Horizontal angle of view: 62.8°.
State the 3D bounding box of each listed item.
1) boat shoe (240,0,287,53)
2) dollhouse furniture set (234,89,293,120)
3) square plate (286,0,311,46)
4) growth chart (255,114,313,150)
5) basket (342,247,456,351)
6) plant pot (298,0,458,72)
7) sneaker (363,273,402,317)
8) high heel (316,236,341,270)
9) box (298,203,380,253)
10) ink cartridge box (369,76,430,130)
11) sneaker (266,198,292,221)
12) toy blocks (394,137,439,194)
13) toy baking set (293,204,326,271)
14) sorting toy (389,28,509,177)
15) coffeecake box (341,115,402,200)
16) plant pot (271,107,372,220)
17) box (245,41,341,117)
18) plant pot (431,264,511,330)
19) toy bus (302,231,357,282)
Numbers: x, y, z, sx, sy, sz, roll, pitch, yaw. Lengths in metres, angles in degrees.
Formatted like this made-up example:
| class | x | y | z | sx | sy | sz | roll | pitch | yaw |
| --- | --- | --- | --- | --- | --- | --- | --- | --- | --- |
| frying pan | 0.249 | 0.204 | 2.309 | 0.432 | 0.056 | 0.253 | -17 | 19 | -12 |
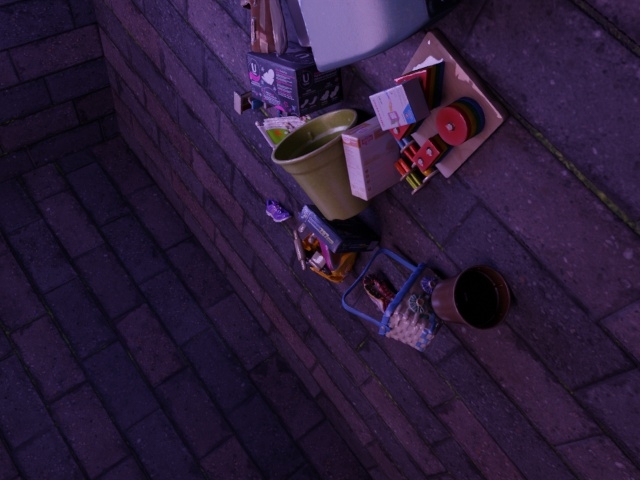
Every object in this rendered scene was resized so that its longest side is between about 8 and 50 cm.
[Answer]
| class | x | y | z | sx | sy | sz | roll | pitch | yaw |
| --- | --- | --- | --- | --- | --- | --- | --- | --- | --- |
| boat shoe | -0.168 | -0.675 | 1.438 | 0.123 | 0.116 | 0.324 | -57 | -42 | -85 |
| dollhouse furniture set | -0.170 | -0.433 | 1.717 | 0.129 | 0.183 | 0.129 | 48 | 153 | 22 |
| square plate | -0.016 | -0.662 | 1.300 | 0.347 | 0.049 | 0.344 | 35 | 146 | 58 |
| growth chart | -0.095 | -0.352 | 1.719 | 0.237 | 0.021 | 0.172 | -1 | 150 | 33 |
| basket | 0.243 | 0.168 | 1.574 | 0.289 | 0.255 | 0.201 | 26 | 147 | 20 |
| plant pot | 0.128 | -0.509 | 1.058 | 0.252 | 0.248 | 0.247 | 6 | 124 | 39 |
| sneaker | 0.236 | 0.211 | 1.833 | 0.225 | 0.088 | 0.093 | 53 | 174 | 11 |
| high heel | 0.000 | 0.000 | 1.810 | 0.117 | 0.082 | 0.244 | -24 | 68 | 34 |
| box | 0.064 | -0.039 | 1.690 | 0.183 | 0.232 | 0.059 | 44 | 114 | 28 |
| ink cartridge box | 0.177 | -0.305 | 1.184 | 0.122 | 0.052 | 0.088 | 3 | 120 | 61 |
| sneaker | -0.184 | -0.128 | 2.212 | 0.170 | 0.068 | 0.071 | 30 | 136 | 46 |
| toy blocks | 0.235 | -0.209 | 1.390 | 0.148 | 0.054 | 0.123 | 54 | 154 | 9 |
| toy baking set | -0.008 | -0.013 | 1.877 | 0.030 | 0.196 | 0.256 | 38 | -151 | -58 |
| sorting toy | 0.259 | -0.295 | 1.214 | 0.257 | 0.089 | 0.255 | 54 | 154 | 10 |
| coffeecake box | 0.144 | -0.227 | 1.430 | 0.068 | 0.142 | 0.185 | 29 | 141 | 45 |
| plant pot | 0.037 | -0.208 | 1.550 | 0.276 | 0.276 | 0.254 | 16 | 143 | 55 |
| box | -0.079 | -0.479 | 1.531 | 0.247 | 0.163 | 0.142 | 34 | 142 | 40 |
| plant pot | 0.391 | 0.158 | 1.406 | 0.167 | 0.167 | 0.165 | 58 | 162 | 1 |
| toy bus | 0.046 | 0.087 | 1.964 | 0.220 | 0.149 | 0.211 | 28 | 154 | 43 |
